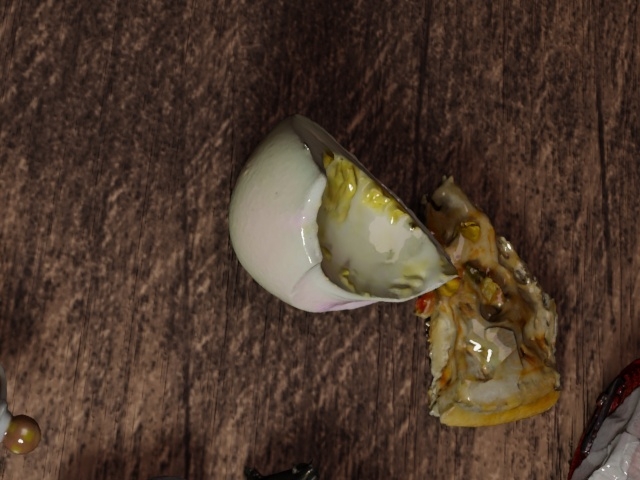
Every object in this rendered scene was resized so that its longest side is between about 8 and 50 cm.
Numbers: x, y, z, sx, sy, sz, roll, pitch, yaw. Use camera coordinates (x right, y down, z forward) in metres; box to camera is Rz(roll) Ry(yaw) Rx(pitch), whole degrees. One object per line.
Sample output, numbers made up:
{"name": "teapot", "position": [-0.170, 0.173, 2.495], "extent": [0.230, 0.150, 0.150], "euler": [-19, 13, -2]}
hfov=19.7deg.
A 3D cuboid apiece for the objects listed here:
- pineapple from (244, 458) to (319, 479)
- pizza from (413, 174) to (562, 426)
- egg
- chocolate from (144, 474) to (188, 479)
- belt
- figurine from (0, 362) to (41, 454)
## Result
{"name": "pineapple", "position": [-0.001, 0.339, 1.866], "extent": [0.157, 0.158, 0.279], "euler": [-4, 60, -28]}
{"name": "pizza", "position": [0.188, 0.068, 2.106], "extent": [0.189, 0.071, 0.297], "euler": [4, 67, -25]}
{"name": "egg", "position": [-0.005, -0.009, 1.991], "extent": [0.271, 0.162, 0.206], "euler": [34, 16, -48]}
{"name": "chocolate", "position": [-0.188, 0.274, 1.831], "extent": [0.167, 0.072, 0.072], "euler": [-4, 72, -26]}
{"name": "belt", "position": [0.357, 0.228, 2.090], "extent": [0.124, 0.128, 0.201], "euler": [35, 60, -9]}
{"name": "figurine", "position": [-0.362, 0.205, 1.746], "extent": [0.193, 0.133, 0.274], "euler": [-15, 86, -18]}
